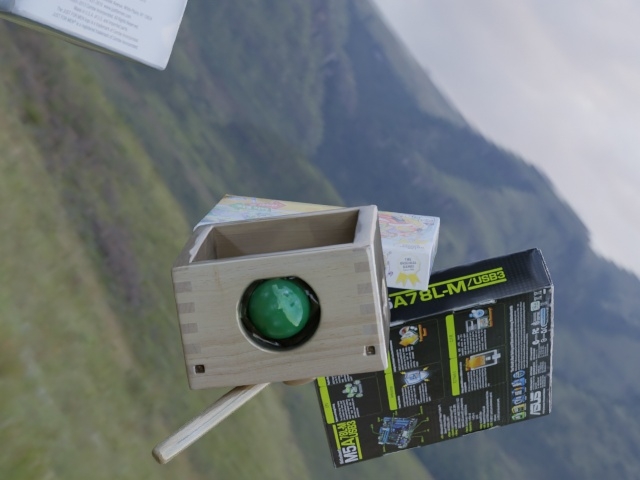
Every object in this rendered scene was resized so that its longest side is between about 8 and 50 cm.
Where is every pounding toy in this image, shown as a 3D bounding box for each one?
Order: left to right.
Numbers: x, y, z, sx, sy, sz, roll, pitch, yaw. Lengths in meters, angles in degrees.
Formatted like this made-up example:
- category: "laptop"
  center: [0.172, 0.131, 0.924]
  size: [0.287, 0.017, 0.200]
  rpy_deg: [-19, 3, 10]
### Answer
- category: "pounding toy"
  center: [-0.028, 0.049, 0.820]
  size: [0.141, 0.130, 0.100]
  rpy_deg: [-75, 158, -76]

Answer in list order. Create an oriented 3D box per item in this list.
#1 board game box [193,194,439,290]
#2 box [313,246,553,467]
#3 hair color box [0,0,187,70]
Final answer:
- category: "board game box"
  center: [0.000, 0.000, 0.974]
  size: [0.103, 0.154, 0.026]
  rpy_deg: [-62, 157, -74]
- category: "box"
  center: [0.084, 0.093, 1.105]
  size: [0.191, 0.184, 0.045]
  rpy_deg: [78, 0, -53]
- category: "hair color box"
  center: [-0.161, -0.343, 1.145]
  size: [0.113, 0.374, 0.185]
  rpy_deg: [20, 3, 33]
